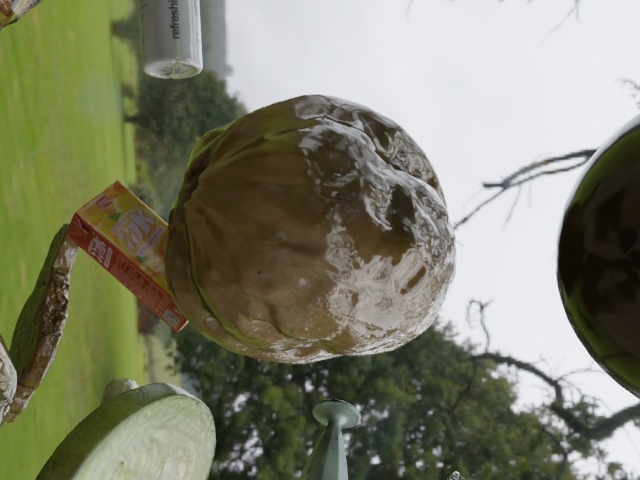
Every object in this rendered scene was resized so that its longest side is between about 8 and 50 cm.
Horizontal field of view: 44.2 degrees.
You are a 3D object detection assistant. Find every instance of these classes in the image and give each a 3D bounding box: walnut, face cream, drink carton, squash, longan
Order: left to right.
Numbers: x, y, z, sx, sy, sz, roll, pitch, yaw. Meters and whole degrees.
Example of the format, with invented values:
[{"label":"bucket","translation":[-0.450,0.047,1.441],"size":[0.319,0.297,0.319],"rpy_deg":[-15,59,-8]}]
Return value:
[{"label":"squash","translation":[-0.217,0.287,0.912],"size":[0.048,0.252,0.252],"rpy_deg":[22,-57,34]},{"label":"drink carton","translation":[-0.255,0.023,1.160],"size":[0.096,0.223,0.071],"rpy_deg":[-47,179,-43]},{"label":"face cream","translation":[-0.229,-0.405,1.184],"size":[0.092,0.092,0.312],"rpy_deg":[137,-50,-79]},{"label":"walnut","translation":[-0.008,-0.001,1.019],"size":[0.383,0.383,0.384],"rpy_deg":[178,-90,-82]},{"label":"longan","translation":[0.393,0.018,0.704],"size":[0.361,0.360,0.361],"rpy_deg":[178,-90,-82]}]

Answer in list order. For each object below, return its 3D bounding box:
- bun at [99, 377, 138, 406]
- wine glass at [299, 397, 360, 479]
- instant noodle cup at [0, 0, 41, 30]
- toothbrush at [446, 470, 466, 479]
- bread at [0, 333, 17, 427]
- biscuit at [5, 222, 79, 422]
[{"label":"bun","translation":[-0.363,0.308,1.435],"size":[0.115,0.069,0.115],"rpy_deg":[-5,90,-88]},{"label":"wine glass","translation":[0.008,0.278,0.969],"size":[0.155,0.073,0.073],"rpy_deg":[-77,175,-46]},{"label":"instant noodle cup","translation":[-0.407,-0.371,0.818],"size":[0.266,0.339,0.340],"rpy_deg":[56,15,-39]},{"label":"toothbrush","translation":[0.147,0.284,0.886],"size":[0.026,0.028,0.294],"rpy_deg":[-60,163,-4]},{"label":"bread","translation":[-0.579,0.135,0.936],"size":[0.376,0.252,0.348],"rpy_deg":[55,10,-30]},{"label":"biscuit","translation":[-0.438,0.129,1.240],"size":[0.183,0.047,0.320],"rpy_deg":[-7,-113,54]}]
